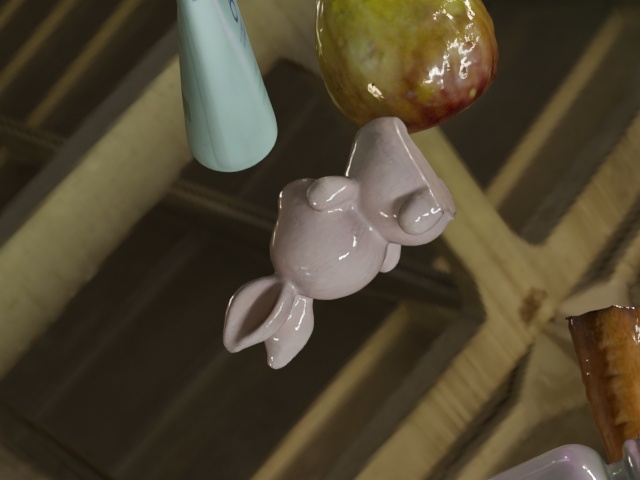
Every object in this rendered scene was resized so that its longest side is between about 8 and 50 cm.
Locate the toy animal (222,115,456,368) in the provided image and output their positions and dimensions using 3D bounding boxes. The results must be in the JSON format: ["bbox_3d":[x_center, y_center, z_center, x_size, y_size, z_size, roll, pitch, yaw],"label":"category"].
[{"bbox_3d":[-0.001,-0.001,1.116,0.212,0.124,0.124,-36,-146,7],"label":"toy animal"}]

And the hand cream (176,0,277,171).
[{"bbox_3d":[-0.085,-0.170,0.944,0.067,0.321,0.109,-6,-131,5],"label":"hand cream"}]

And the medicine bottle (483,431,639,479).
[{"bbox_3d":[0.155,0.275,1.033,0.378,0.214,0.214,-26,-144,9],"label":"medicine bottle"}]

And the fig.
[{"bbox_3d":[0.035,-0.203,1.225,0.159,0.257,0.159,-43,-179,1],"label":"fig"}]

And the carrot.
[{"bbox_3d":[0.270,0.153,1.224,0.072,0.072,0.205,-23,-119,24],"label":"carrot"}]
